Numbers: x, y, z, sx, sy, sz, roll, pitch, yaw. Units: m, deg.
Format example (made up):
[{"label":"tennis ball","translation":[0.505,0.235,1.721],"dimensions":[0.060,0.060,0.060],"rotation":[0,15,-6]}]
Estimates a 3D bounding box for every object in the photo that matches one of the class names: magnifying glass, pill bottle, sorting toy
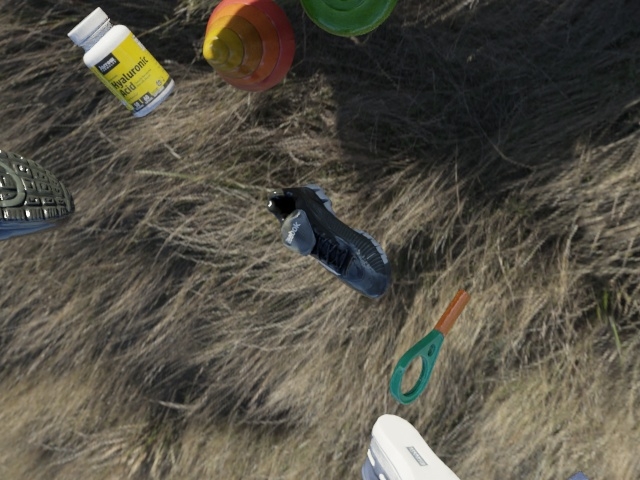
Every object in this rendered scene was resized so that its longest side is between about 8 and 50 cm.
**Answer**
[{"label":"magnifying glass","translation":[0.195,0.183,1.042],"dimensions":[0.026,0.231,0.092],"rotation":[18,152,42]},{"label":"pill bottle","translation":[-0.231,-0.206,0.692],"dimensions":[0.065,0.065,0.116],"rotation":[-24,124,28]},{"label":"sorting toy","translation":[-0.002,-0.275,0.660],"dimensions":[0.365,0.126,0.127],"rotation":[-24,105,24]}]

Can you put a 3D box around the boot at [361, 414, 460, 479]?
[{"label":"boot","translation":[0.106,0.287,0.667],"dimensions":[0.069,0.190,0.086],"rotation":[8,109,-21]}]

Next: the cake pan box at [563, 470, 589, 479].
[{"label":"cake pan box","translation":[0.263,0.464,0.868],"dimensions":[0.070,0.245,0.267],"rotation":[53,150,26]}]

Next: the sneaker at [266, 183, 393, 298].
[{"label":"sneaker","translation":[0.000,0.000,0.814],"dimensions":[0.106,0.234,0.078],"rotation":[1,127,-42]}]

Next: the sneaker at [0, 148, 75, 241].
[{"label":"sneaker","translation":[-0.432,-0.029,0.674],"dimensions":[0.286,0.109,0.130],"rotation":[-2,144,-30]}]
